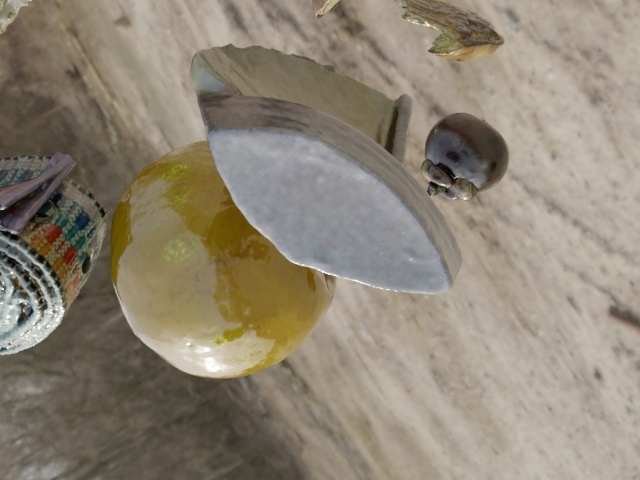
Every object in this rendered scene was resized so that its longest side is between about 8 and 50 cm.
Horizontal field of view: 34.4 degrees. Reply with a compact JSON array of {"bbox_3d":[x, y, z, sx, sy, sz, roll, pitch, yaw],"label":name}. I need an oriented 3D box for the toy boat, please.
[{"bbox_3d":[-0.005,-0.085,0.928,0.276,0.111,0.293,24,-152,-29],"label":"toy boat"}]

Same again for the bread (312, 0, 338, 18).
[{"bbox_3d":[0.035,-0.453,1.791,0.044,0.129,0.126,45,145,0],"label":"bread"}]

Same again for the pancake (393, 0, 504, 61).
[{"bbox_3d":[0.251,-0.382,1.904,0.212,0.257,0.056,-114,40,-51],"label":"pancake"}]

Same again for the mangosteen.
[{"bbox_3d":[0.201,-0.114,1.488,0.140,0.140,0.140,55,169,16],"label":"mangosteen"}]

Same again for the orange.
[{"bbox_3d":[-0.106,0.020,1.193,0.279,0.235,0.279,44,-141,-50],"label":"orange"}]

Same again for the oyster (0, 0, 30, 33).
[{"bbox_3d":[-0.468,-0.344,1.481,0.053,0.108,0.166,58,-174,2],"label":"oyster"}]

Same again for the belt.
[{"bbox_3d":[-0.393,0.029,1.265,0.295,0.160,0.207,-20,119,37],"label":"belt"}]
